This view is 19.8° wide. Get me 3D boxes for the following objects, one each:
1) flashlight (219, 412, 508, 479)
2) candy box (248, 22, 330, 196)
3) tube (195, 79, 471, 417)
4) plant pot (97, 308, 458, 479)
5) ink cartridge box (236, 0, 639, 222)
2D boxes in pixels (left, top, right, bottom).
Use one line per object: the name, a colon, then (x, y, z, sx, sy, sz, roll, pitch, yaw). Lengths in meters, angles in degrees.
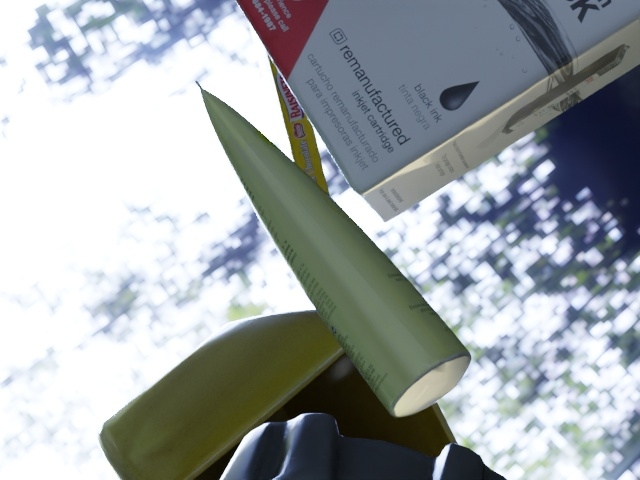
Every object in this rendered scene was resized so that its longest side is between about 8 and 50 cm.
flashlight: (-0.009, 0.134, 0.302, 0.103, 0.304, 0.103, -12, -73, 12)
candy box: (-0.029, -0.119, 1.531, 0.105, 0.027, 0.206, -109, -176, -51)
tube: (0.000, 0.000, 1.135, 0.240, 0.062, 0.070, 51, -43, 24)
plant pot: (-0.037, 0.173, 1.332, 0.187, 0.212, 0.212, 19, -38, 55)
ink cartridge box: (0.099, -0.171, 1.247, 0.197, 0.273, 0.114, 59, 4, 14)
